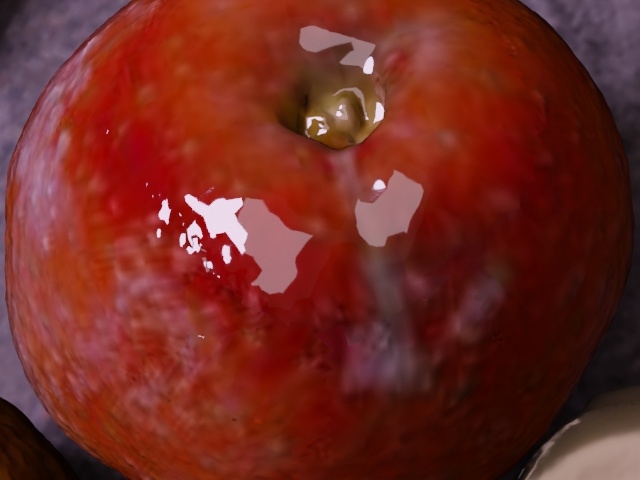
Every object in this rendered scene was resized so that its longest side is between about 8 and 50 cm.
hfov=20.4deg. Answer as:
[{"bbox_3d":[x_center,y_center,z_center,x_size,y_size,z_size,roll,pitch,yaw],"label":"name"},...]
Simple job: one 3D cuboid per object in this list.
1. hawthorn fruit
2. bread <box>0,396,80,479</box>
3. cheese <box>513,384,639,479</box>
[{"bbox_3d":[0.000,0.000,0.476,0.173,0.173,0.173,-4,75,14],"label":"hawthorn fruit"},{"bbox_3d":[-0.113,0.152,0.488,0.232,0.135,0.247,-36,71,0],"label":"bread"},{"bbox_3d":[0.107,0.073,0.492,0.092,0.047,0.171,39,87,9],"label":"cheese"}]
